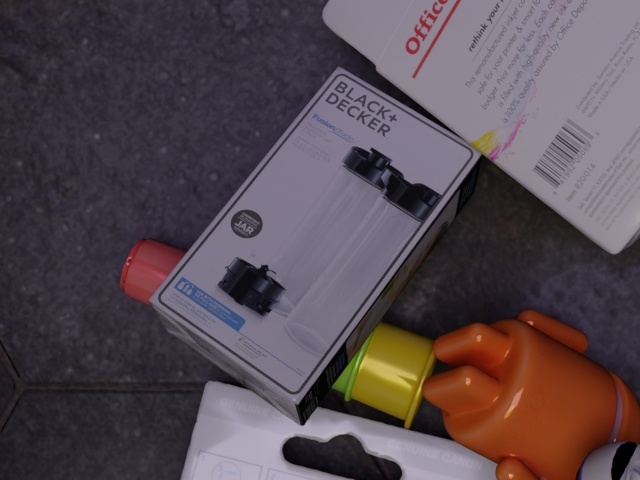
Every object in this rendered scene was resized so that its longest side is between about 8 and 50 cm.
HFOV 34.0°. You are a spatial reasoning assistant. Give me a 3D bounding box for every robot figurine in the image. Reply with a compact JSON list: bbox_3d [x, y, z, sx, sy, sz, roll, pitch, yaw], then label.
[{"bbox_3d":[0.199,0.155,0.950,0.219,0.158,0.128,29,112,-19],"label":"robot figurine"}]

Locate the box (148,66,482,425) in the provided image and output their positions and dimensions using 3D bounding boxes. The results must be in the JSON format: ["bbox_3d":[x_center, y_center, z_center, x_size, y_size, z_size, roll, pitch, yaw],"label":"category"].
[{"bbox_3d":[0.000,0.000,0.960,0.169,0.087,0.290,34,72,15],"label":"box"}]

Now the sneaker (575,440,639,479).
[{"bbox_3d":[0.220,0.330,0.916,0.236,0.130,0.323,-15,106,41],"label":"sneaker"}]

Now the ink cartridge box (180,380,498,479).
[{"bbox_3d":[-0.011,0.360,1.023,0.308,0.091,0.385,13,82,8],"label":"ink cartridge box"}]

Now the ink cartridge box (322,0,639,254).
[{"bbox_3d":[0.195,-0.180,0.927,0.353,0.119,0.207,41,121,17],"label":"ink cartridge box"}]

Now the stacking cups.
[{"bbox_3d":[-0.045,0.087,1.023,0.316,0.096,0.096,18,91,10],"label":"stacking cups"}]
